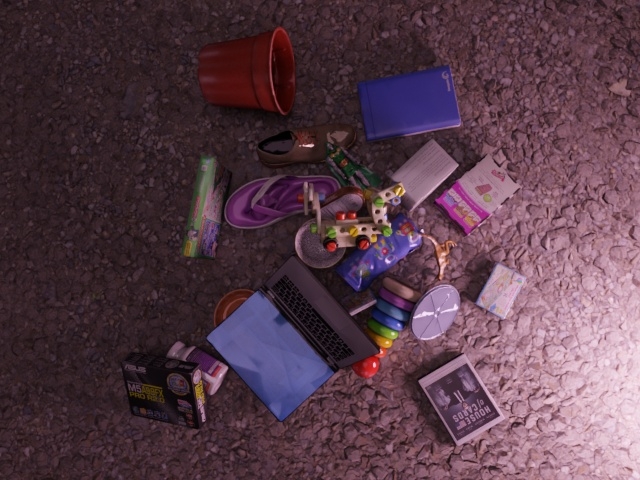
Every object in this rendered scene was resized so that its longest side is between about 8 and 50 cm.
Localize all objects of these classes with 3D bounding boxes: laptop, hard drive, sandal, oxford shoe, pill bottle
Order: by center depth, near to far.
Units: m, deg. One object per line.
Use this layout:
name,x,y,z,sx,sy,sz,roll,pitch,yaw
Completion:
laptop,-0.100,0.318,1.414,0.382,0.408,0.236,48,53,1
pill bottle,-0.413,0.419,1.517,0.193,0.108,0.108,30,88,7
oxford shoe,-0.047,-0.325,1.536,0.348,0.130,0.123,-16,83,3
sandal,-0.135,-0.150,1.543,0.416,0.102,0.170,-14,84,4
hard drive,0.299,-0.466,1.562,0.318,0.040,0.210,-10,84,5

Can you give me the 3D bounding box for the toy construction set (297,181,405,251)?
toy construction set,0.086,-0.083,1.393,0.327,0.151,0.215,4,118,5

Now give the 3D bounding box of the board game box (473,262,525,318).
board game box,0.584,0.164,1.489,0.103,0.026,0.154,29,88,7

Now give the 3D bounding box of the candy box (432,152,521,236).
candy box,0.511,-0.147,1.500,0.233,0.071,0.159,-41,83,1

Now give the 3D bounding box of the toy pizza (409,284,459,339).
toy pizza,0.360,0.226,1.452,0.201,0.032,0.201,-13,119,-25

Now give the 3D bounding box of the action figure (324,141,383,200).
action figure,0.092,-0.237,1.521,0.137,0.063,0.232,-46,102,-11

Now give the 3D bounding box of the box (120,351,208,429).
box,-0.504,0.485,1.478,0.270,0.060,0.216,4,111,18

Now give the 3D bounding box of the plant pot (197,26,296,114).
plant pot,-0.246,-0.555,1.523,0.264,0.272,0.273,2,85,14

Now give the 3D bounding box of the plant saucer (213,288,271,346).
plant saucer,-0.262,0.265,1.553,0.199,0.037,0.200,0,85,4

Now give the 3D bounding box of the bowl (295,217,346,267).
bowl,0.000,0.000,1.520,0.170,0.080,0.170,0,103,-2

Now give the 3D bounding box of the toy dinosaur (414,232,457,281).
toy dinosaur,0.382,0.035,1.463,0.112,0.064,0.212,-43,122,-35

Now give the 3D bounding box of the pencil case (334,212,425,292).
pencil case,0.195,0.045,1.489,0.306,0.119,0.133,-40,95,1

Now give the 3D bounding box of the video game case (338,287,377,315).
video game case,0.097,0.210,1.486,0.166,0.119,0.015,-28,109,2

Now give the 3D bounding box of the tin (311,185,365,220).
tin,0.058,-0.111,1.508,0.189,0.106,0.040,-29,40,21

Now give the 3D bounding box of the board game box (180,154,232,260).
board game box,-0.370,-0.098,1.506,0.046,0.213,0.318,10,86,6

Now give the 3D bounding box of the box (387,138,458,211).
box,0.322,-0.203,1.466,0.182,0.181,0.119,-43,83,0

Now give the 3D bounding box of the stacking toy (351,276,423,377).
stacking toy,0.201,0.291,1.471,0.141,0.141,0.330,25,94,7

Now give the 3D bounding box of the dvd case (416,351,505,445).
dvd case,0.451,0.511,1.470,0.179,0.029,0.239,-32,83,2
